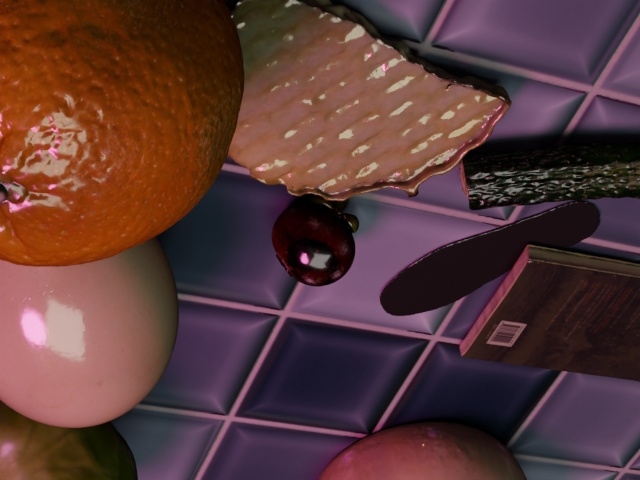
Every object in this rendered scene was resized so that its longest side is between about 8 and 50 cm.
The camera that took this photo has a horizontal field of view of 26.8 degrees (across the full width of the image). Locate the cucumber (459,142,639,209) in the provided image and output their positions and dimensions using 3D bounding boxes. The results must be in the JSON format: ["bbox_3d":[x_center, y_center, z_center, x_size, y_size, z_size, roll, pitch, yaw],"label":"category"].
[{"bbox_3d":[0.216,-0.062,1.210,0.187,0.058,0.058,-4,135,-9],"label":"cucumber"}]

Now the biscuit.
[{"bbox_3d":[0.007,-0.112,1.131,0.274,0.036,0.187,24,125,-31],"label":"biscuit"}]

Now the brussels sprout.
[{"bbox_3d":[-0.301,0.242,1.305,0.244,0.244,0.244,-6,135,-6],"label":"brussels sprout"}]

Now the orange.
[{"bbox_3d":[-0.181,-0.105,0.945,0.264,0.264,0.264,-6,135,-6],"label":"orange"}]

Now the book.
[{"bbox_3d":[0.276,0.081,1.382,0.228,0.024,0.160,9,133,-21],"label":"book"}]

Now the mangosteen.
[{"bbox_3d":[-0.003,0.002,1.211,0.081,0.081,0.081,-6,135,-6],"label":"mangosteen"}]

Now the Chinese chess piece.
[{"bbox_3d":[0.114,0.316,1.524,0.257,0.104,0.257,-6,134,-6],"label":"Chinese chess piece"}]

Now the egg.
[{"bbox_3d":[-0.215,0.049,1.139,0.186,0.186,0.241,-9,125,-2],"label":"egg"}]

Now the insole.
[{"bbox_3d":[0.162,0.017,1.311,0.232,0.003,0.080,-25,134,12],"label":"insole"}]
